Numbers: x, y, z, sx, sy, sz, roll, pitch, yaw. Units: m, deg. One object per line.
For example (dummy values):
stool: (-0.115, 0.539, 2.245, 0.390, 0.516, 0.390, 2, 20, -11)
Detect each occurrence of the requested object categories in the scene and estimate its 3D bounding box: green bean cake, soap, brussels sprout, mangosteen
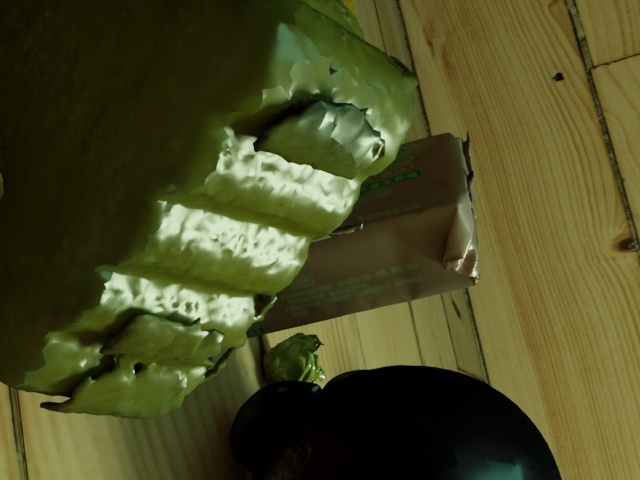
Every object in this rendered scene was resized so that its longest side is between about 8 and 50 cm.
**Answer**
green bean cake: (-0.107, -0.073, 0.664, 0.202, 0.285, 0.310, 17, 31, -48)
soap: (0.012, -0.004, 0.956, 0.218, 0.273, 0.098, -75, 149, -64)
brussels sprout: (-0.032, 0.137, 1.108, 0.085, 0.058, 0.085, 176, -90, -71)
mangosteen: (0.054, 0.232, 0.905, 0.313, 0.297, 0.297, 45, 5, 17)

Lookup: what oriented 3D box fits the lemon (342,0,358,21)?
lemon: (-0.052, -0.226, 1.147, 0.187, 0.187, 0.244, 62, 14, -45)
